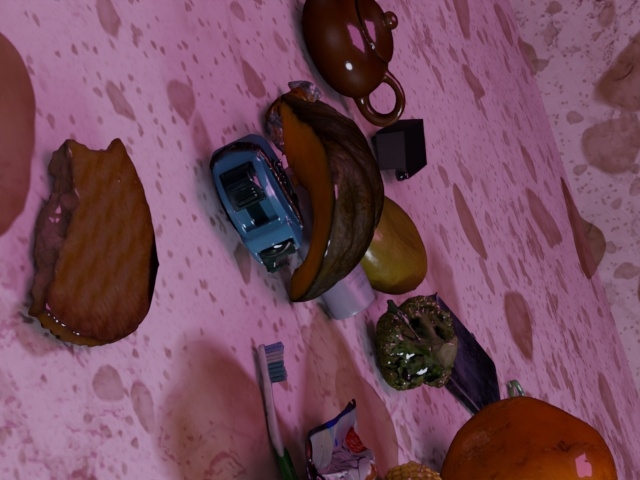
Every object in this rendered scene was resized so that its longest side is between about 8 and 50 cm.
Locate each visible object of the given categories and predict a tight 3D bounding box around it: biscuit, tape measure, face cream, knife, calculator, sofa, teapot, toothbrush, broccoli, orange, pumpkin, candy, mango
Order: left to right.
[{"bbox_3d":[-0.202,0.002,1.039,0.176,0.031,0.228,65,23,-8],"label":"biscuit"},{"bbox_3d":[-0.071,-0.051,1.340,0.125,0.081,0.146,-92,157,-63],"label":"tape measure"},{"bbox_3d":[-0.042,-0.165,1.565,0.053,0.046,0.182,65,26,-20],"label":"candy"},{"bbox_3d":[-0.032,0.249,1.234,0.030,0.030,0.303,31,45,-58],"label":"toothbrush"},{"bbox_3d":[0.000,0.000,1.496,0.198,0.057,0.084,63,33,-10],"label":"face cream"},{"bbox_3d":[0.036,-0.058,1.404,0.131,0.149,0.253,2,81,-27],"label":"pumpkin"},{"bbox_3d":[0.064,-0.291,1.816,0.252,0.135,0.178,63,26,-13],"label":"teapot"},{"bbox_3d":[0.068,-0.003,1.622,0.237,0.091,0.137,27,40,-52],"label":"mango"},{"bbox_3d":[0.128,-0.148,1.960,0.147,0.060,0.085,-40,124,-68],"label":"sofa"},{"bbox_3d":[0.132,0.139,1.602,0.130,0.120,0.131,11,94,-36],"label":"broccoli"},{"bbox_3d":[0.240,0.208,1.934,0.261,0.021,0.161,48,29,-43],"label":"calculator"},{"bbox_3d":[0.330,0.290,2.083,0.054,0.015,0.212,65,21,-10],"label":"knife"},{"bbox_3d":[0.284,0.330,1.634,0.240,0.240,0.240,50,28,-40],"label":"orange"}]

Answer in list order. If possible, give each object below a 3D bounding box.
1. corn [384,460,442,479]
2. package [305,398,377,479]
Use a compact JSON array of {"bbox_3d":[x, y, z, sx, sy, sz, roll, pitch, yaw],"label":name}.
[{"bbox_3d":[0.116,0.372,1.396,0.081,0.081,0.248,50,28,-41],"label":"corn"},{"bbox_3d":[0.014,0.270,1.257,0.269,0.071,0.194,-45,121,-69],"label":"package"}]
